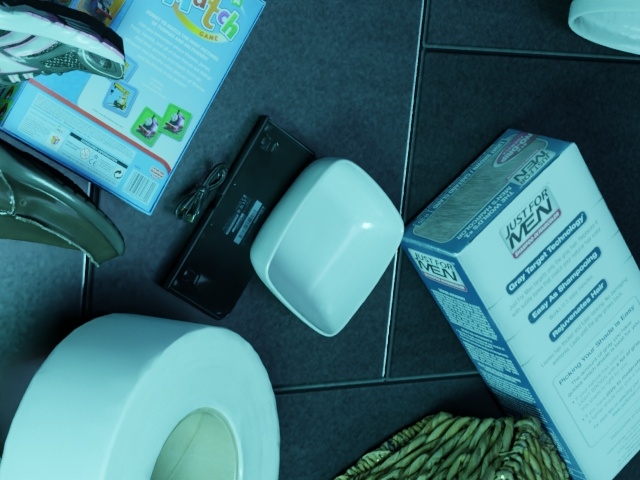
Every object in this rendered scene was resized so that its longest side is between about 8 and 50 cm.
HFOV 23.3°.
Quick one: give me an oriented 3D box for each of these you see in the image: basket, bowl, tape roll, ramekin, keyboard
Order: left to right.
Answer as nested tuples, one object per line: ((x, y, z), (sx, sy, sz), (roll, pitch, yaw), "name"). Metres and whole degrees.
((-0.145, 0.206, 1.297), (0.286, 0.100, 0.286), (-23, 117, -60), "tape roll")
((-0.082, -0.026, 1.402), (0.108, 0.023, 0.180), (35, 81, -41), "keyboard")
((0.000, 0.000, 1.431), (0.142, 0.053, 0.142), (-55, 137, -11), "bowl")
((0.142, 0.327, 1.596), (0.299, 0.223, 0.213), (67, 32, -26), "basket")
((0.355, -0.251, 1.528), (0.207, 0.207, 0.109), (13, 86, -35), "ramekin")

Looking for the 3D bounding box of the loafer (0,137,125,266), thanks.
((-0.256, -0.035, 1.257), (0.220, 0.080, 0.078), (35, 91, -29), "loafer")

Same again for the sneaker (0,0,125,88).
((-0.240, -0.151, 1.220), (0.178, 0.072, 0.077), (17, 108, -1), "sneaker")

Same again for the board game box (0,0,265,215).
((-0.160, -0.151, 1.306), (0.160, 0.039, 0.211), (32, 85, -34), "board game box")

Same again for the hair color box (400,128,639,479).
((0.238, 0.075, 1.587), (0.174, 0.105, 0.347), (-43, 122, -18), "hair color box")
